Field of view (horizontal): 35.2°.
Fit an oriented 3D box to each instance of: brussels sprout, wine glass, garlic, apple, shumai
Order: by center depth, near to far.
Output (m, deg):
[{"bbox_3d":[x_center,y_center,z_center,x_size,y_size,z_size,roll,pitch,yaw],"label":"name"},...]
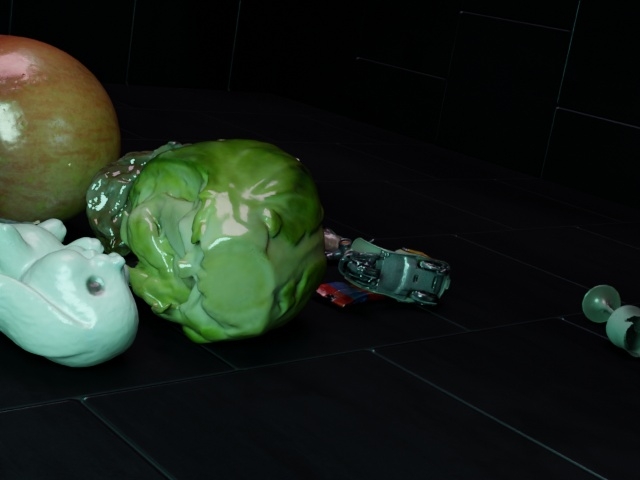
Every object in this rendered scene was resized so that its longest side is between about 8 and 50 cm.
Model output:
[{"bbox_3d":[-0.135,-0.009,1.565,0.314,0.276,0.371,7,25,-25],"label":"brussels sprout"},{"bbox_3d":[-0.297,-0.098,1.763,0.184,0.185,0.218,47,40,15],"label":"shumai"},{"bbox_3d":[0.541,0.145,1.819,0.079,0.079,0.195,7,14,-9],"label":"wine glass"},{"bbox_3d":[-0.538,-0.187,1.836,0.363,0.364,0.364,9,15,-2],"label":"apple"},{"bbox_3d":[-0.004,0.006,2.047,0.152,0.066,0.084,25,-6,36],"label":"garlic"}]

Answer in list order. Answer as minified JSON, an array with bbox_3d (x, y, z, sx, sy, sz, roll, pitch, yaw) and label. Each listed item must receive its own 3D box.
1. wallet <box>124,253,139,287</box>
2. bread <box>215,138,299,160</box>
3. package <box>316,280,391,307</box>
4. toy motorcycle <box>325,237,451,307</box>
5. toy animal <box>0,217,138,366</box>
[{"bbox_3d":[-0.251,0.033,1.810,0.170,0.044,0.321,13,15,7],"label":"wallet"},{"bbox_3d":[-0.193,-0.144,2.330,0.240,0.135,0.178,18,17,23],"label":"bread"},{"bbox_3d":[0.074,0.092,1.830,0.083,0.022,0.200,26,20,37],"label":"package"},{"bbox_3d":[0.122,0.052,1.822,0.263,0.091,0.157,12,11,-36],"label":"toy motorcycle"},{"bbox_3d":[-0.384,0.066,1.364,0.249,0.174,0.289,14,8,-36],"label":"toy animal"}]
